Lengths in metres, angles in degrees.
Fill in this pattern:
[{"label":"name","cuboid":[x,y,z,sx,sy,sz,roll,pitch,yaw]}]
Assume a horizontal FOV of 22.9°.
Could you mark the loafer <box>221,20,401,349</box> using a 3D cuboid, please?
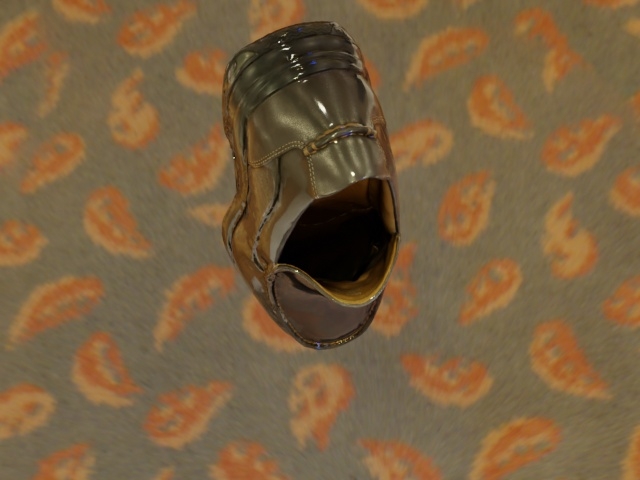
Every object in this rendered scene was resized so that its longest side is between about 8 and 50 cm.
[{"label":"loafer","cuboid":[0.000,0.000,0.554,0.062,0.170,0.061,-21,59,-5]}]
